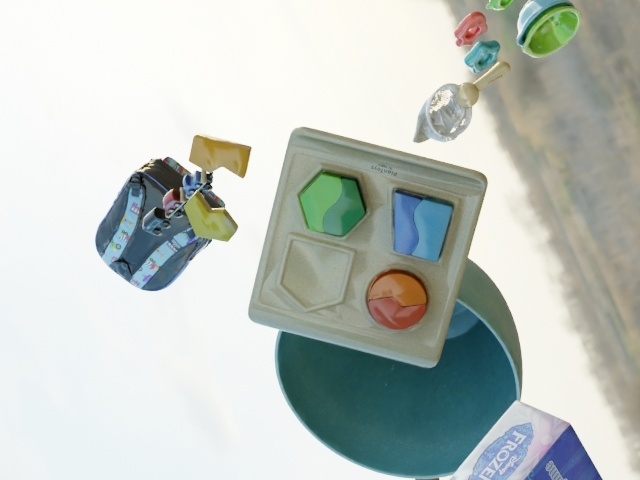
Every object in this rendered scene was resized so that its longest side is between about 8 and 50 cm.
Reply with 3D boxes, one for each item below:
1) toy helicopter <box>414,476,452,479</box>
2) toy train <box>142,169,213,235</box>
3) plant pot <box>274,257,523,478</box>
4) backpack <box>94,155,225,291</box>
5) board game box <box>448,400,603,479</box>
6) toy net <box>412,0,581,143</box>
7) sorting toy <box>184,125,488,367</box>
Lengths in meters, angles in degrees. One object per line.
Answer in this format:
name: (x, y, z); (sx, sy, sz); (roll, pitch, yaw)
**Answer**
toy helicopter: (0.206, 0.368, 1.944); (0.140, 0.235, 0.355); (55, -151, -2)
toy train: (-0.192, -0.052, 1.826); (0.036, 0.158, 0.027); (21, -130, -30)
plant pot: (0.113, 0.111, 1.646); (0.290, 0.290, 0.195); (63, -150, -22)
backpack: (-0.247, -0.018, 2.068); (0.158, 0.173, 0.117); (37, -153, -2)
board game box: (0.143, 0.348, 1.102); (0.066, 0.318, 0.318); (20, 151, 51)
toy net: (0.168, -0.175, 1.449); (0.122, 0.232, 0.045); (1, -133, -47)
sorting toy: (0.000, 0.000, 1.432); (0.041, 0.307, 0.229); (-70, -6, -72)
